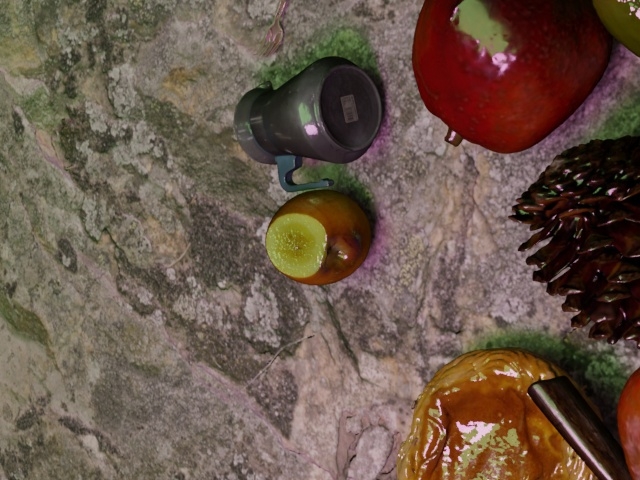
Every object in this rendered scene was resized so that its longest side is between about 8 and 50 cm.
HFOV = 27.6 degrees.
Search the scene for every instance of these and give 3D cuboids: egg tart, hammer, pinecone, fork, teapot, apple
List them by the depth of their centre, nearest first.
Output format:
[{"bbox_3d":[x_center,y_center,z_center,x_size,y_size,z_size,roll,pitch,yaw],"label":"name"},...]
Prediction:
[{"bbox_3d":[0.418,0.342,1.701,0.409,0.242,0.095,51,136,21],"label":"hammer"},{"bbox_3d":[0.389,0.005,1.734,0.246,0.246,0.292,-11,103,42],"label":"pinecone"},{"bbox_3d":[0.277,0.328,1.906,0.352,0.150,0.351,-5,82,35],"label":"egg tart"},{"bbox_3d":[0.001,-0.006,2.109,0.147,0.163,0.146,31,128,47],"label":"apple"},{"bbox_3d":[-0.022,-0.185,2.121,0.225,0.171,0.203,-6,93,49],"label":"teapot"},{"bbox_3d":[-0.061,-0.407,2.218,0.219,0.034,0.028,-67,28,23],"label":"fork"}]

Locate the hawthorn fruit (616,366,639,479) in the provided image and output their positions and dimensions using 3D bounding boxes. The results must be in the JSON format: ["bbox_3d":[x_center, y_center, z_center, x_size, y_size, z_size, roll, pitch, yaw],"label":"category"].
[{"bbox_3d":[0.506,0.253,1.585,0.284,0.284,0.284,6,98,42],"label":"hawthorn fruit"}]

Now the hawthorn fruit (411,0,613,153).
[{"bbox_3d":[0.253,-0.249,1.801,0.265,0.265,0.307,44,128,30],"label":"hawthorn fruit"}]

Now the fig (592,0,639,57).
[{"bbox_3d":[0.445,-0.311,1.640,0.203,0.225,0.202,179,90,-66],"label":"fig"}]
